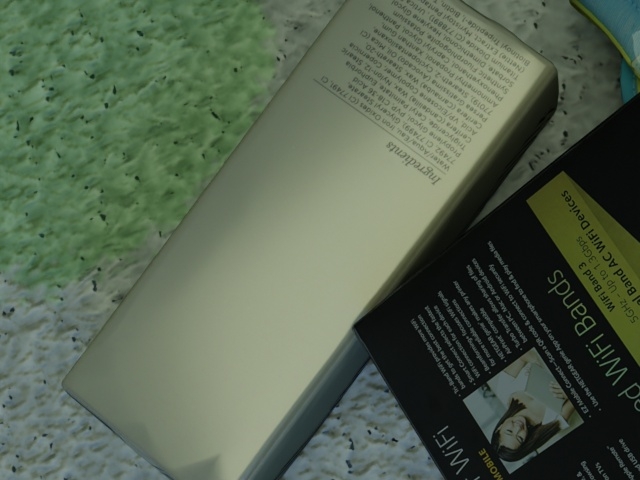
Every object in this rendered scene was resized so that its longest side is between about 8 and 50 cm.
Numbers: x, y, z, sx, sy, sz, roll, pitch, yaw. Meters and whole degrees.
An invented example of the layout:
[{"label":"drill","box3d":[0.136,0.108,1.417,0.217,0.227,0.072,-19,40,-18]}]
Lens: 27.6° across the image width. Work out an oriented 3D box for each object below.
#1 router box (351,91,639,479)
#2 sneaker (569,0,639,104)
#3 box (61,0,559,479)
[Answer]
[{"label":"router box","box3d":[0.191,0.090,0.536,0.243,0.081,0.309,-40,70,24]},{"label":"sneaker","box3d":[0.262,-0.108,0.610,0.319,0.127,0.208,29,92,36]},{"label":"box","box3d":[0.000,0.000,0.674,0.113,0.094,0.275,38,91,12]}]
